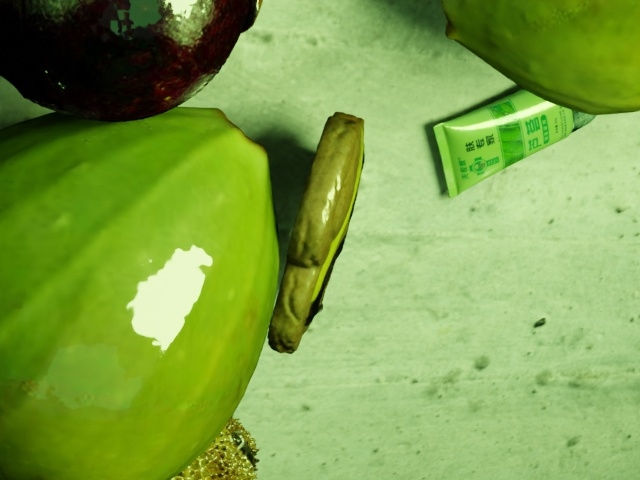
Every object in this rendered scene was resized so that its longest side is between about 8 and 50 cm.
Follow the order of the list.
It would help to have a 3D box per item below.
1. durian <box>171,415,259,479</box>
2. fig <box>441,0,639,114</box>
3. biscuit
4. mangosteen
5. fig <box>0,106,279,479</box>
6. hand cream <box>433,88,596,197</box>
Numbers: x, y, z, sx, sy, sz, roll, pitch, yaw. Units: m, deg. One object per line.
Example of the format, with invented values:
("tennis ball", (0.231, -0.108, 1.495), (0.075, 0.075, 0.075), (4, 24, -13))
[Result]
("durian", (-0.138, 0.232, 1.110), (0.168, 0.137, 0.158), (-39, 154, 11))
("fig", (0.257, -0.252, 0.885), (0.344, 0.343, 0.343), (-16, 128, -21))
("biscuit", (0.000, 0.000, 0.965), (0.290, 0.041, 0.208), (100, 7, -72))
("mangosteen", (-0.134, -0.179, 0.788), (0.211, 0.211, 0.250), (-47, 162, 7))
("fig", (-0.166, 0.027, 0.844), (0.316, 0.316, 0.316), (-16, 128, -21))
("hand cream", (0.197, -0.112, 1.118), (0.175, 0.046, 0.095), (-27, 134, -9))
